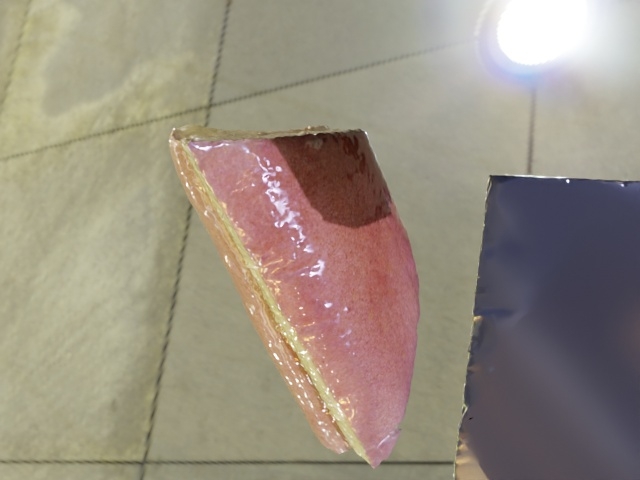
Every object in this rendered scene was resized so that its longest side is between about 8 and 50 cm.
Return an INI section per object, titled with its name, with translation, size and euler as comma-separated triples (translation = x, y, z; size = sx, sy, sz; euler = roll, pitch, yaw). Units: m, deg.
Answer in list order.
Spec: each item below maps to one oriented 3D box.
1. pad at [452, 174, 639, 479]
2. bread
[pad]
translation = 0.202, 0.140, 0.662
size = 0.007, 0.248, 0.367
euler = -96, 9, -71
[bread]
translation = 0.001, 0.000, 0.512
size = 0.067, 0.192, 0.119
euler = -6, 38, 29
